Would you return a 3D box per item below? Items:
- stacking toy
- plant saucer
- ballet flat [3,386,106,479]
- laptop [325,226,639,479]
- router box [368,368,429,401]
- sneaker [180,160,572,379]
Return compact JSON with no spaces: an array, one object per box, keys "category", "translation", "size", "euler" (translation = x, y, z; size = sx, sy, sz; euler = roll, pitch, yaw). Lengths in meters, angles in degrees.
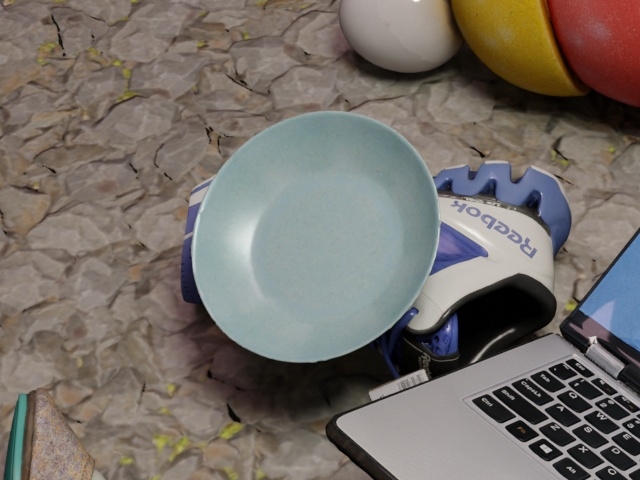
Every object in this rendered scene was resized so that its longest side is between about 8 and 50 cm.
[{"category":"stacking toy","translation":[0.235,-0.242,1.389],"size":[0.479,0.351,0.351],"euler":[-5,42,25]},{"category":"plant saucer","translation":[0.000,0.000,1.164],"size":[0.195,0.037,0.195],"euler":[-7,70,19]},{"category":"ballet flat","translation":[-0.175,0.242,1.069],"size":[0.106,0.107,0.316],"euler":[10,49,-11]},{"category":"laptop","translation":[0.296,0.093,0.954],"size":[0.382,0.236,0.408],"euler":[38,33,30]},{"category":"router box","translation":[0.092,0.193,1.040],"size":[0.046,0.133,0.179],"euler":[-23,45,1]},{"category":"sneaker","translation":[0.044,0.032,1.216],"size":[0.315,0.127,0.182],"euler":[-2,43,3]}]
